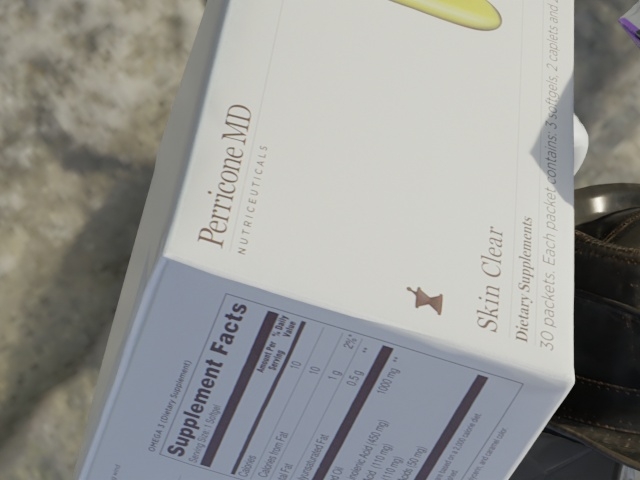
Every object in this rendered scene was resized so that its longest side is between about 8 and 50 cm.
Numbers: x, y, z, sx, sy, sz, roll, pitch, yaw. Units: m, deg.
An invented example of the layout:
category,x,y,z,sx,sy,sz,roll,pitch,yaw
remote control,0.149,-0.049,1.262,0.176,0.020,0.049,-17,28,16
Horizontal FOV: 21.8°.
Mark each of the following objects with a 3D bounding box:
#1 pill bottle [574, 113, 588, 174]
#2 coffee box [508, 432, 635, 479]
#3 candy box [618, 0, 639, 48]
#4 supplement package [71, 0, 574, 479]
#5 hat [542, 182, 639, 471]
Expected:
category,x,y,z,sx,sy,sz,roll,pitch,yaw
pill bottle,0.040,-0.116,0.983,0.130,0.246,0.130,-28,160,-11
coffee box,0.154,0.262,1.068,0.141,0.098,0.246,-59,143,-55
candy box,0.227,-0.022,0.680,0.070,0.165,0.196,-40,112,7
supplement package,0.000,0.000,0.686,0.145,0.262,0.204,16,134,-8
hat,0.198,0.039,0.954,0.331,0.331,0.134,4,101,-46
